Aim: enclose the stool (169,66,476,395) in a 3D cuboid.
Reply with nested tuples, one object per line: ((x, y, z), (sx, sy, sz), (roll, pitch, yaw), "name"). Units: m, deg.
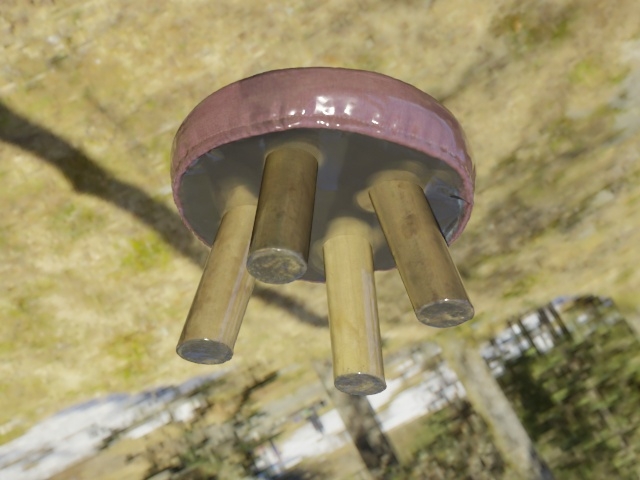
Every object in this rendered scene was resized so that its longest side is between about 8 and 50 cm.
((0.000, 0.000, 0.962), (0.272, 0.179, 0.272), (1, 148, 1), "stool")
